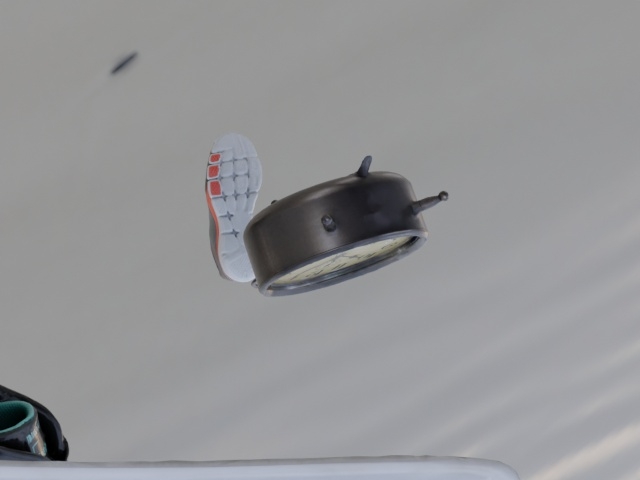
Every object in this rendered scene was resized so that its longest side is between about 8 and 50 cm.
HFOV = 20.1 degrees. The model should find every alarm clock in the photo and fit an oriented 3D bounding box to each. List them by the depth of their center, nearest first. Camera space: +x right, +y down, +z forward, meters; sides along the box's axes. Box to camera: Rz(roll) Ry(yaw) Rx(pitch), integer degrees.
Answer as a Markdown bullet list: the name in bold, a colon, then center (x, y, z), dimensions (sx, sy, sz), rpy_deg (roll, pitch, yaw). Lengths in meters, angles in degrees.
- **alarm clock**: center (0.000, 0.000, 1.326), dimensions (0.129, 0.064, 0.192), rpy_deg (-12, 164, -33)

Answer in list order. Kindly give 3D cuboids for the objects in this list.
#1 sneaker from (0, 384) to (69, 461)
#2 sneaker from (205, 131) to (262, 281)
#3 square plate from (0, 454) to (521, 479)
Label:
- **sneaker**: center (-0.167, 0.151, 0.947), dimensions (0.106, 0.101, 0.267), rpy_deg (-33, 118, 7)
- **sneaker**: center (-0.098, -0.032, 1.861), dimensions (0.061, 0.158, 0.065), rpy_deg (3, 169, -24)
- **square plate**: center (-0.115, 0.229, 0.622), dimensions (0.344, 0.049, 0.347), rpy_deg (2, 103, -7)
